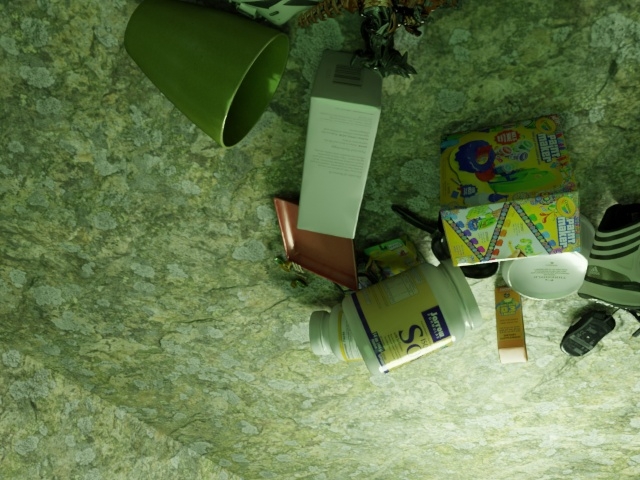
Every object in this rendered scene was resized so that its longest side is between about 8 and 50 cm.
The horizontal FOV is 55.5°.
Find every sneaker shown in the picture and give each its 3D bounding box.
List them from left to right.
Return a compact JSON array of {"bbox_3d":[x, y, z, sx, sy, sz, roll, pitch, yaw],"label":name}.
[{"bbox_3d":[-0.131,-0.502,1.247,0.330,0.123,0.146,3,133,8],"label":"sneaker"},{"bbox_3d":[0.851,0.041,1.559,0.447,0.169,0.258,5,98,-35],"label":"sneaker"}]

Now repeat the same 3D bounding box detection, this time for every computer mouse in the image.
[{"bbox_3d":[0.867,0.268,1.859,0.184,0.060,0.262,25,122,-8],"label":"computer mouse"}]

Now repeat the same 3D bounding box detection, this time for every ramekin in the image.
[{"bbox_3d":[0.606,0.045,1.639,0.272,0.127,0.273,5,134,6],"label":"ramekin"}]

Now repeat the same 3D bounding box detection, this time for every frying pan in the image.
[{"bbox_3d":[0.346,0.008,1.705,0.326,0.053,0.197,24,148,16],"label":"frying pan"}]

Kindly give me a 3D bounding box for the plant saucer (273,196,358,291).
[{"bbox_3d":[0.000,0.000,1.708,0.258,0.048,0.259,22,142,29],"label":"plant saucer"}]

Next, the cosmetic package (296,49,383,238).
[{"bbox_3d":[0.044,-0.217,1.431,0.156,0.217,0.385,9,136,2],"label":"cosmetic package"}]

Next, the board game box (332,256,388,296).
[{"bbox_3d":[0.113,0.113,1.821,0.170,0.048,0.141,-5,137,44],"label":"board game box"}]

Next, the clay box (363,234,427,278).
[{"bbox_3d":[0.234,0.069,1.785,0.127,0.053,0.222,-19,127,29],"label":"clay box"}]

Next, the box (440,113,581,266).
[{"bbox_3d":[0.428,-0.116,1.401,0.279,0.290,0.177,-8,131,17],"label":"box"}]

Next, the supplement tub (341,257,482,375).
[{"bbox_3d":[0.249,0.205,1.675,0.331,0.241,0.241,-24,129,3],"label":"supplement tub"}]

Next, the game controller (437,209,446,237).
[{"bbox_3d":[0.456,-0.069,1.528,0.318,0.166,0.067,-8,107,18],"label":"game controller"}]

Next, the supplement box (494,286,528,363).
[{"bbox_3d":[0.549,0.240,1.766,0.078,0.234,0.080,-10,128,20],"label":"supplement box"}]

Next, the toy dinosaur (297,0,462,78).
[{"bbox_3d":[0.126,-0.460,1.237,0.321,0.164,0.219,5,124,15],"label":"toy dinosaur"}]

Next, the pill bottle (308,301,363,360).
[{"bbox_3d":[0.141,0.283,1.919,0.333,0.188,0.188,-5,133,17],"label":"pill bottle"}]

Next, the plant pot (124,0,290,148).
[{"bbox_3d":[-0.261,-0.390,1.314,0.293,0.275,0.275,31,134,4],"label":"plant pot"}]

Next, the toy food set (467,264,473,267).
[{"bbox_3d":[0.459,0.078,1.773,0.082,0.020,0.083,14,135,-2],"label":"toy food set"}]

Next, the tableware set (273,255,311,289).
[{"bbox_3d":[-0.091,0.105,1.878,0.104,0.024,0.154,23,154,28],"label":"tableware set"}]
